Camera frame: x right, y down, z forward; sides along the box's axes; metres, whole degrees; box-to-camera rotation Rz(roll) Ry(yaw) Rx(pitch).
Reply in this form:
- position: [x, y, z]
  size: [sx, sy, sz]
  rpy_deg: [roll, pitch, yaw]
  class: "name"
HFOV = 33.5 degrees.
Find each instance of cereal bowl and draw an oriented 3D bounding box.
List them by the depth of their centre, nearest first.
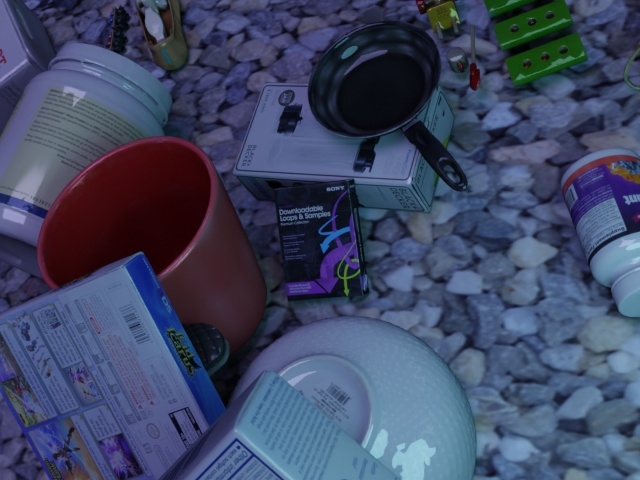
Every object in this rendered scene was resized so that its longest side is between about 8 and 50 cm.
- position: [0.014, 0.241, 1.318]
  size: [0.339, 0.141, 0.339]
  rpy_deg: [-12, 59, 20]
  class: "cereal bowl"

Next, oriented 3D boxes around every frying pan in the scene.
- position: [0.124, -0.195, 1.455]
  size: [0.326, 0.053, 0.197]
  rpy_deg: [30, 78, 33]
  class: "frying pan"

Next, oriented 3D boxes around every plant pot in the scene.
- position: [-0.209, 0.037, 1.455]
  size: [0.275, 0.243, 0.275]
  rpy_deg: [-14, 48, 17]
  class: "plant pot"

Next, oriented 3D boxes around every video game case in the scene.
- position: [-0.261, 0.178, 1.292]
  size: [0.244, 0.270, 0.061]
  rpy_deg: [-22, 11, 21]
  class: "video game case"

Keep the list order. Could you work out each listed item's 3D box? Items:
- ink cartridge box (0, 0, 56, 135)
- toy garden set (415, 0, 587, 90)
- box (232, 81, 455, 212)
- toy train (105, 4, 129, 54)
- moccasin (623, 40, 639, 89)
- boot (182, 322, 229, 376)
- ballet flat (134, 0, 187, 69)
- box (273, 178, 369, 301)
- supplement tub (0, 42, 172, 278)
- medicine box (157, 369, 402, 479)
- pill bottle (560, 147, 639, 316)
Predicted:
- position: [-0.658, -0.248, 1.888]
  size: [0.395, 0.166, 0.285]
  rpy_deg: [-35, 55, 5]
  class: "ink cartridge box"
- position: [0.261, -0.315, 1.571]
  size: [0.203, 0.049, 0.244]
  rpy_deg: [-19, 57, 12]
  class: "toy garden set"
- position: [0.035, -0.138, 1.551]
  size: [0.290, 0.087, 0.169]
  rpy_deg: [4, 65, 27]
  class: "box"
- position: [-0.367, -0.354, 1.899]
  size: [0.036, 0.027, 0.158]
  rpy_deg: [-17, 57, 29]
  class: "toy train"
- position: [0.477, -0.232, 1.378]
  size: [0.147, 0.139, 0.380]
  rpy_deg: [-15, 67, 7]
  class: "moccasin"
- position: [-0.179, 0.209, 1.402]
  size: [0.246, 0.161, 0.083]
  rpy_deg: [-35, 44, 21]
  class: "boot"
- position: [-0.283, -0.396, 1.853]
  size: [0.080, 0.073, 0.232]
  rpy_deg: [-29, 54, 7]
  class: "ballet flat"
- position: [0.000, 0.000, 1.476]
  size: [0.116, 0.029, 0.162]
  rpy_deg: [-6, 93, 23]
  class: "box"
- position: [-0.382, -0.114, 1.642]
  size: [0.235, 0.235, 0.325]
  rpy_deg: [10, 68, 29]
  class: "supplement tub"
- position: [-0.045, 0.340, 1.151]
  size: [0.289, 0.149, 0.263]
  rpy_deg: [41, 112, -4]
  class: "medicine box"
- position: [0.374, -0.009, 1.307]
  size: [0.108, 0.108, 0.193]
  rpy_deg: [-21, 57, 14]
  class: "pill bottle"
